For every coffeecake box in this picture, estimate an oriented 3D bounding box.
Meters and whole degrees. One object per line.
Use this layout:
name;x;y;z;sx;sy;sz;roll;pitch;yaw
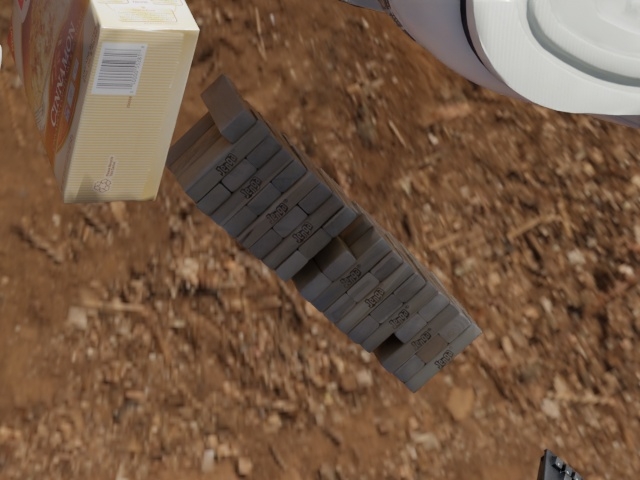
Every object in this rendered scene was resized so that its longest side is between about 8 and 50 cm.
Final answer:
coffeecake box;-0.153;-0.138;1.052;0.068;0.185;0.142;-2;132;-25

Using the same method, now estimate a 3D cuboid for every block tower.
block tower;0.000;0.000;1.396;0.097;0.091;0.335;-43;121;5

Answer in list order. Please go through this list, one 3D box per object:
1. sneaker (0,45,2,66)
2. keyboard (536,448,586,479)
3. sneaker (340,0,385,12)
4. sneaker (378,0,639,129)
sneaker;-0.242;-0.101;1.062;0.035;0.031;0.083;-3;109;-40
keyboard;0.214;0.231;1.080;0.180;0.108;0.023;40;129;-16
sneaker;0.151;-0.209;1.034;0.448;0.257;0.169;24;87;-20
sneaker;0.134;-0.070;0.522;0.235;0.095;0.090;12;92;-24
